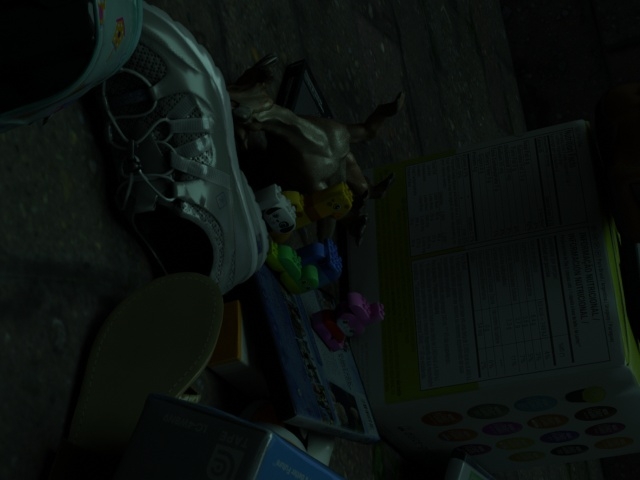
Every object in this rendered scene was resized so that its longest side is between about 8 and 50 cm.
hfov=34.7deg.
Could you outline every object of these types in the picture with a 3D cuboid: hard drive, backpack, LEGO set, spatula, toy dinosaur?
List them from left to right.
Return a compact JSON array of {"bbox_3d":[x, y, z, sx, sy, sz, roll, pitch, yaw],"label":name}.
[{"bbox_3d":[-0.200,-0.145,0.603,0.144,0.188,0.165,-38,112,-67],"label":"backpack"},{"bbox_3d":[-0.025,-0.097,1.125,0.295,0.200,0.127,86,27,-64],"label":"toy dinosaur"},{"bbox_3d":[-0.007,0.137,1.155,0.242,0.019,0.168,-78,146,-56],"label":"spatula"},{"bbox_3d":[0.000,0.000,1.028,0.227,0.093,0.087,54,20,-39],"label":"LEGO set"},{"bbox_3d":[0.380,0.057,1.221,0.094,0.022,0.135,57,30,-44],"label":"hard drive"}]

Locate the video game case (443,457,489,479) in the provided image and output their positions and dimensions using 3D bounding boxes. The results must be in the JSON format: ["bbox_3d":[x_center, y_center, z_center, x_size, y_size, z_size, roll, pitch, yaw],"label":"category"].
[{"bbox_3d":[0.182,0.397,1.313,0.212,0.023,0.193,44,61,-54],"label":"video game case"}]

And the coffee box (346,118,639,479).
[{"bbox_3d":[0.248,0.096,1.369,0.337,0.334,0.338,48,35,-54],"label":"coffee box"}]

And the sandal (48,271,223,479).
[{"bbox_3d":[-0.140,0.132,0.774,0.079,0.088,0.240,100,7,-46],"label":"sandal"}]

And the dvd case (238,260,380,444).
[{"bbox_3d":[-0.012,0.112,1.050,0.253,0.022,0.180,36,32,-64],"label":"dvd case"}]

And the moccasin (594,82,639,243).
[{"bbox_3d":[0.414,-0.118,1.242,0.380,0.147,0.139,-51,124,-69],"label":"moccasin"}]

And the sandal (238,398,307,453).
[{"bbox_3d":[-0.044,0.251,0.903,0.265,0.076,0.102,-75,145,-51],"label":"sandal"}]

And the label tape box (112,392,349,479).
[{"bbox_3d":[-0.080,0.311,0.689,0.249,0.115,0.347,47,61,-52],"label":"label tape box"}]

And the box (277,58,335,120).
[{"bbox_3d":[-0.018,-0.136,1.278,0.162,0.029,0.116,-76,147,-48],"label":"box"}]

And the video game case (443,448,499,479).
[{"bbox_3d":[0.206,0.415,1.402,0.274,0.026,0.196,44,61,-52],"label":"video game case"}]

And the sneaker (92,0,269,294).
[{"bbox_3d":[-0.127,-0.068,0.858,0.281,0.105,0.115,64,30,-21],"label":"sneaker"}]

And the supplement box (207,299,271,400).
[{"bbox_3d":[-0.071,0.107,0.979,0.098,0.036,0.062,49,31,-50],"label":"supplement box"}]
